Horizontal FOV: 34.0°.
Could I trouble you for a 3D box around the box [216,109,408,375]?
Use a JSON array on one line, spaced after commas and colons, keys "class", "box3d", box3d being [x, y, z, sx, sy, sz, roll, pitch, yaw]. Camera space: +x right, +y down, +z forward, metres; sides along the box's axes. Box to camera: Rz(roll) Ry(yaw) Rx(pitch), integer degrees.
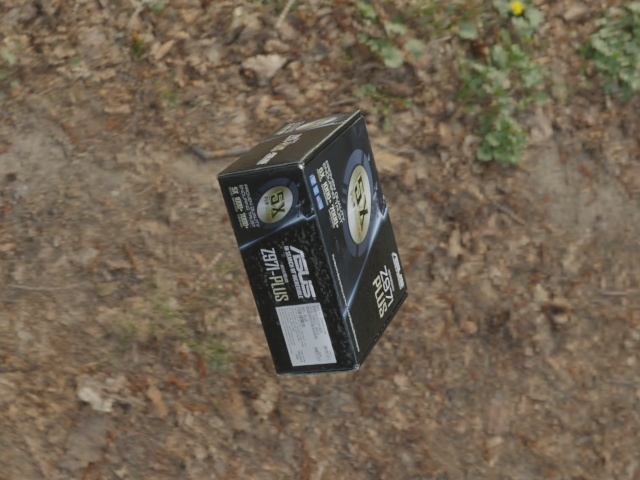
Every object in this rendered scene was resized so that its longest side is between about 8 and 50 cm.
[{"class": "box", "box3d": [0.000, 0.000, 0.880, 0.147, 0.077, 0.180, -46, 125, -60]}]
